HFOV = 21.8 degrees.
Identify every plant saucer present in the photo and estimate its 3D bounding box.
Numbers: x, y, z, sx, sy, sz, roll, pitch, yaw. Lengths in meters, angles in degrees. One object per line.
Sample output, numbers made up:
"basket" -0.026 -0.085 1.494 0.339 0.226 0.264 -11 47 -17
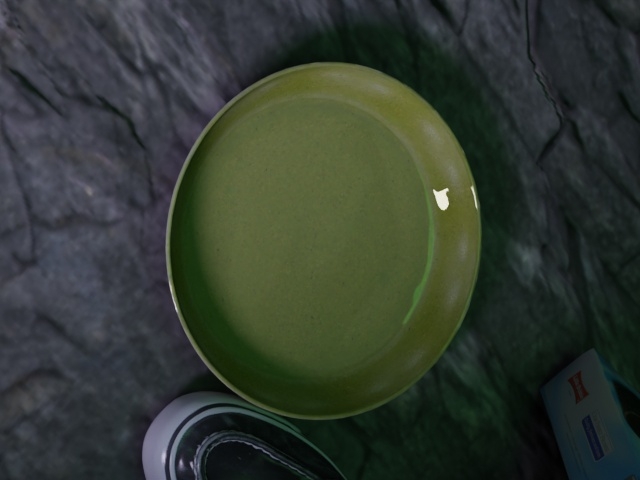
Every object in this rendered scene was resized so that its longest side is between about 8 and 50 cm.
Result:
"plant saucer" 0.000 0.000 1.126 0.241 0.037 0.241 -2 94 -28

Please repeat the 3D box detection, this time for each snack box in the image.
"snack box" 0.295 0.239 1.220 0.060 0.187 0.322 -39 116 16

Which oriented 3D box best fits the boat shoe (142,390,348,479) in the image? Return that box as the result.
"boat shoe" 0.007 0.214 1.109 0.108 0.102 0.301 -47 114 -17
